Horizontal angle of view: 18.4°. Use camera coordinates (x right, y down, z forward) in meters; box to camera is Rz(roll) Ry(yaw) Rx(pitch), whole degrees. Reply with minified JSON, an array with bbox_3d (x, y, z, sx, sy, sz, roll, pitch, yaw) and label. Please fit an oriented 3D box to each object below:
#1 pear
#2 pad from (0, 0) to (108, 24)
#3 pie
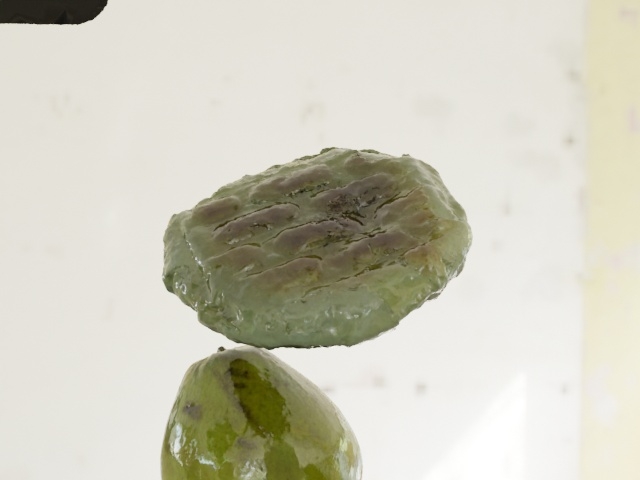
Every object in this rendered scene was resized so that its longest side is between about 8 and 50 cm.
[{"bbox_3d":[-0.060,0.236,2.008,0.212,0.269,0.212,-22,1,0],"label":"pear"},{"bbox_3d":[-0.274,-0.157,1.372,0.250,0.323,0.055,-1,27,-23],"label":"pad"},{"bbox_3d":[0.000,0.000,1.861,0.306,0.071,0.306,-8,40,6],"label":"pie"}]
